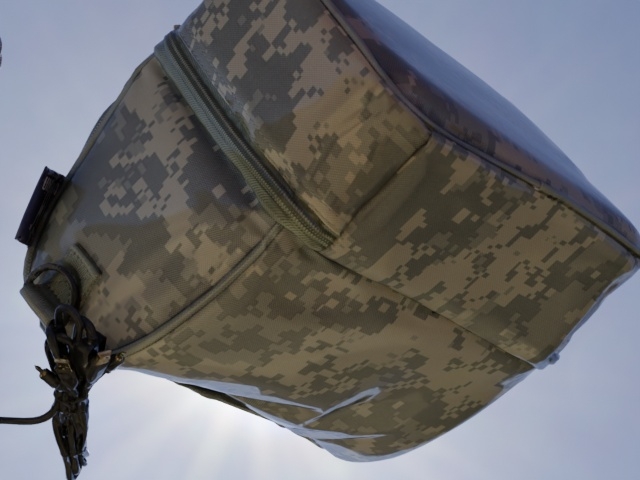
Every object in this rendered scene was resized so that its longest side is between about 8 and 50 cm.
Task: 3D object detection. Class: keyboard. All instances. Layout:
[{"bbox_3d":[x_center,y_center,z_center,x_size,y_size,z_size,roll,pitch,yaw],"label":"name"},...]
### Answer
[{"bbox_3d":[-0.215,0.092,1.060,0.202,0.033,0.317,5,-32,-7],"label":"keyboard"}]

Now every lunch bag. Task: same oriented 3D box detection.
[{"bbox_3d":[0.000,0.000,1.127,0.256,0.212,0.305,-49,-40,11],"label":"lunch bag"}]

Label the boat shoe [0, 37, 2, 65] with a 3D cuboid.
[{"bbox_3d":[-0.277,-0.160,0.889,0.320,0.118,0.103,47,-57,11],"label":"boat shoe"}]
